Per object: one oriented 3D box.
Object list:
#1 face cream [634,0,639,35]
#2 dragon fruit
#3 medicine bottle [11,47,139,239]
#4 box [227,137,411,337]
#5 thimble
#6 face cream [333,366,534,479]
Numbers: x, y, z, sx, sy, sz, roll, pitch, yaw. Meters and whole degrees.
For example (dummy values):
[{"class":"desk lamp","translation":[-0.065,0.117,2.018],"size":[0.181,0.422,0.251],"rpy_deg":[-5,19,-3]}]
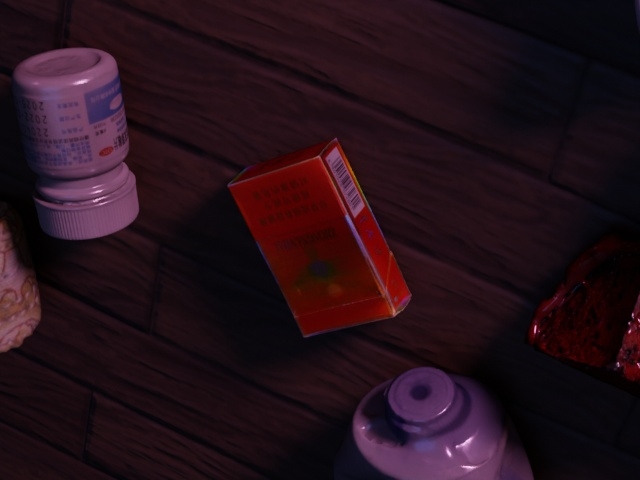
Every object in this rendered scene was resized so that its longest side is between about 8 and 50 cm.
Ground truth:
[{"class":"face cream","translation":[0.282,-0.182,0.936],"size":[0.095,0.091,0.091],"rpy_deg":[-2,116,24]},{"class":"dragon fruit","translation":[0.270,0.073,1.103],"size":[0.127,0.120,0.161],"rpy_deg":[31,169,-24]},{"class":"medicine bottle","translation":[-0.238,-0.096,1.246],"size":[0.105,0.105,0.168],"rpy_deg":[9,121,23]},{"class":"box","translation":[0.000,0.000,1.213],"size":[0.112,0.048,0.175],"rpy_deg":[-15,109,31]},{"class":"thimble","translation":[-0.394,0.034,1.383],"size":[0.190,0.137,0.143],"rpy_deg":[12,122,34]},{"class":"face cream","translation":[0.123,0.293,1.302],"size":[0.235,0.137,0.420],"rpy_deg":[8,132,21]}]
